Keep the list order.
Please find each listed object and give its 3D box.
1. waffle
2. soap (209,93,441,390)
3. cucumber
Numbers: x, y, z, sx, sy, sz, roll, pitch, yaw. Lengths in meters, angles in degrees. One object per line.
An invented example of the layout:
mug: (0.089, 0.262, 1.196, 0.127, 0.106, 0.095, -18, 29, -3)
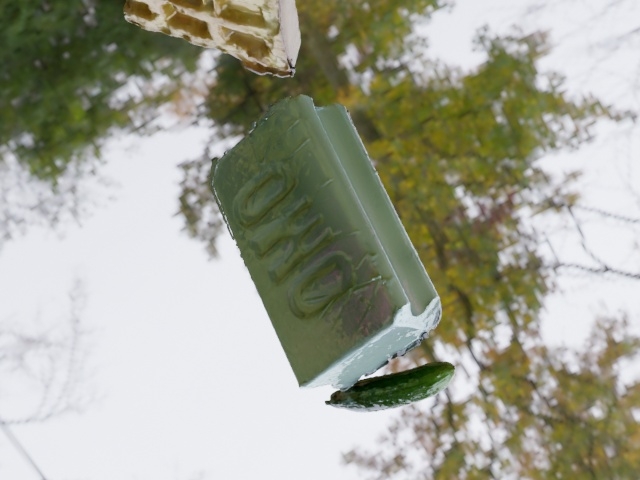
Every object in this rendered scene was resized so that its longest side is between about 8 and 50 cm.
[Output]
waffle: (-0.169, -0.376, 1.825, 0.304, 0.348, 0.078, 19, -112, 10)
soap: (0.000, 0.000, 1.262, 0.150, 0.261, 0.094, -36, 158, 25)
cucumber: (0.065, 0.149, 1.281, 0.155, 0.037, 0.037, -18, -156, 30)
